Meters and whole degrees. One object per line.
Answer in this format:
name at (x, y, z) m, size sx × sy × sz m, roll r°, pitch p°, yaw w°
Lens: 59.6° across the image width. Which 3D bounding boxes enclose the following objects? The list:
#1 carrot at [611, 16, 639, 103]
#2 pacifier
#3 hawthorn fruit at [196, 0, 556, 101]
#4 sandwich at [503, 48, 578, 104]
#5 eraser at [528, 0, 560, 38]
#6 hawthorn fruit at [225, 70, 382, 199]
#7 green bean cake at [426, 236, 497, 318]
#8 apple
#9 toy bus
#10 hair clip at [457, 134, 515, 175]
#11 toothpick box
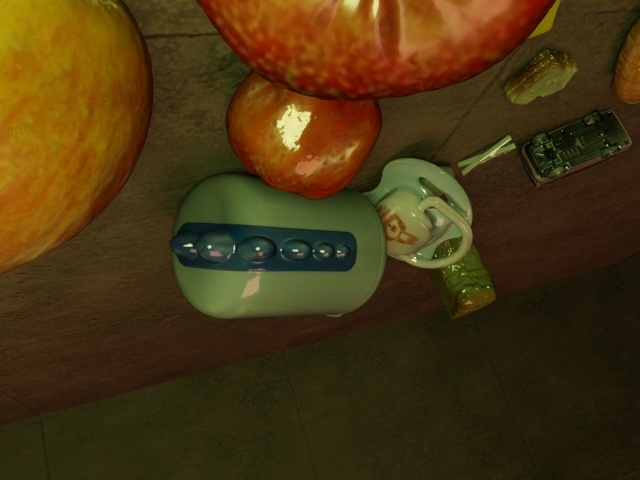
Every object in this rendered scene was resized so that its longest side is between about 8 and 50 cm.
carrot at (0.504, -0.295, 0.872) m, size 0.072 × 0.072 × 0.205 m, roll -23°, pitch 156°, yaw 13°
pacifier at (0.204, -0.069, 1.108) m, size 0.207 × 0.227 × 0.279 m, roll -54°, pitch -176°, yaw -35°
hawthorn fruit at (0.037, -0.227, 0.348) m, size 0.275 × 0.275 × 0.299 m, roll -27°, pitch -165°, yaw 23°
sandwich at (0.347, -0.254, 0.882) m, size 0.093 × 0.035 × 0.105 m, roll -2°, pitch 156°, yaw -40°
eraser at (0.237, -0.290, 0.673) m, size 0.097 × 0.045 × 0.122 m, roll -20°, pitch 162°, yaw 6°
hawthorn fruit at (-0.005, -0.150, 0.659) m, size 0.200 × 0.179 × 0.179 m, roll -41°, pitch 153°, yaw 21°
green bean cake at (0.372, 0.080, 1.516) m, size 0.124 × 0.236 × 0.233 m, roll -19°, pitch 163°, yaw -6°
apple at (-0.246, -0.111, 0.362) m, size 0.302 × 0.301 × 0.301 m, roll -16°, pitch 161°, yaw -6°
toy bus at (0.509, -0.182, 1.139) m, size 0.199 × 0.096 × 0.108 m, roll -22°, pitch 165°, yaw 1°
hair clip at (0.332, -0.167, 1.114) m, size 0.115 × 0.030 × 0.039 m, roll -26°, pitch 160°, yaw 22°
toothpick box at (-0.076, 0.011, 0.912) m, size 0.355 × 0.263 × 0.263 m, roll 3°, pitch 152°, yaw -43°
